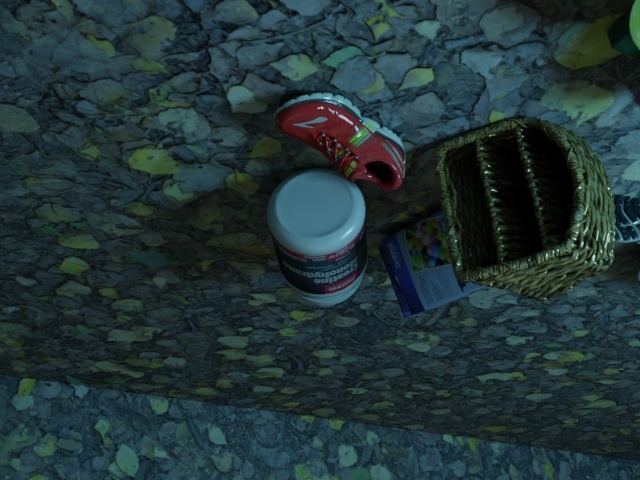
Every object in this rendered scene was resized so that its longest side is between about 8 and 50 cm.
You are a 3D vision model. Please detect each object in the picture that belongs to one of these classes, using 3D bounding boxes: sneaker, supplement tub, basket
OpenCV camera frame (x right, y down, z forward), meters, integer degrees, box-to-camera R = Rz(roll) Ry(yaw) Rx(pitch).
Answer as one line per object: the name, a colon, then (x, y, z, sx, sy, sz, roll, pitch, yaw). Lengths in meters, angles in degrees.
sneaker: (0.046, -0.166, 1.289, 0.279, 0.118, 0.107, 19, 143, -30)
sneaker: (0.675, -0.027, 1.564, 0.282, 0.110, 0.122, -3, 153, 3)
supplement tub: (0.000, 0.000, 1.495, 0.191, 0.191, 0.272, -4, 149, 4)
basket: (0.357, -0.073, 1.281, 0.223, 0.299, 0.213, 15, 145, -26)

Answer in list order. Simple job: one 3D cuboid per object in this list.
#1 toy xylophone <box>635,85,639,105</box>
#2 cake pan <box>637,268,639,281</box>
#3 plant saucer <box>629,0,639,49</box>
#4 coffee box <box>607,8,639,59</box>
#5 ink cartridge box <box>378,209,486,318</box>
toy xylophone: (0.653, -0.246, 1.147, 0.322, 0.081, 0.236, -13, 155, -8)
cake pan: (0.878, 0.031, 1.696, 0.293, 0.054, 0.293, -4, 154, -2)
plant saucer: (0.519, -0.322, 0.943, 0.240, 0.037, 0.241, -1, 151, -1)
coffee box: (0.551, -0.318, 1.130, 0.184, 0.041, 0.113, 11, 147, -21)
ink cartridge box: (0.256, 0.041, 1.582, 0.311, 0.186, 0.065, -28, 168, 39)
